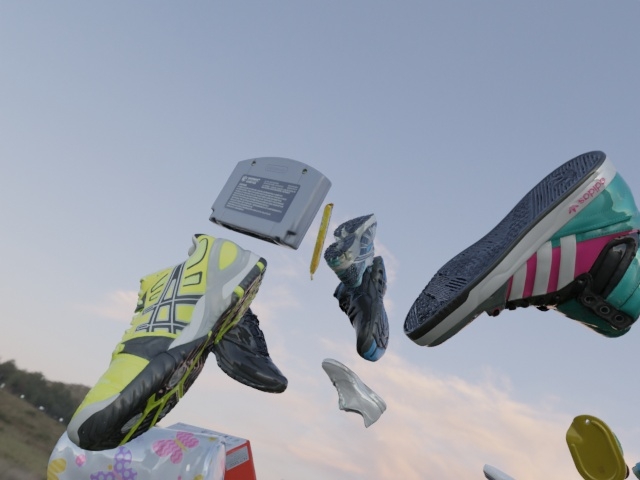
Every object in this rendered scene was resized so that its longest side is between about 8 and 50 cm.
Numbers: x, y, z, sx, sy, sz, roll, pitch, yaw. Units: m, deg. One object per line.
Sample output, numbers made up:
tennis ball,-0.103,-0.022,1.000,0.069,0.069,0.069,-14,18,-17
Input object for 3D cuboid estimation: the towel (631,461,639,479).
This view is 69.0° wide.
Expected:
towel,0.839,0.396,0.963,0.370,0.040,0.271,-45,-43,20

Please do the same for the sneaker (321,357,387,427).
sneaker,0.070,0.406,1.246,0.212,0.094,0.080,37,-24,23

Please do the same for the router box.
router box,-0.270,0.611,1.102,0.335,0.082,0.301,-12,-93,45

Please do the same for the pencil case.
pencil case,-0.292,0.367,0.758,0.273,0.124,0.113,3,-61,5

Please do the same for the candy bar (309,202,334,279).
candy bar,0.000,0.000,0.916,0.018,0.161,0.040,15,-5,-1

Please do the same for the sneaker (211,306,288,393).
sneaker,-0.166,0.209,0.974,0.286,0.130,0.109,31,-8,31

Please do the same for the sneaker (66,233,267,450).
sneaker,-0.237,0.138,0.716,0.147,0.384,0.145,30,-45,7

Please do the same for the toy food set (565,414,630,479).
toy food set,0.734,0.567,1.213,0.071,0.218,0.128,13,-34,-35

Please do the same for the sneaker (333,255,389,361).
sneaker,0.106,0.180,1.232,0.140,0.341,0.125,-7,-55,12

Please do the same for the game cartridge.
game cartridge,-0.118,-0.098,1.075,0.297,0.198,0.062,17,-21,40

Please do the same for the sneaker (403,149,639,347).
sneaker,0.256,0.061,0.543,0.295,0.124,0.178,-44,-84,11

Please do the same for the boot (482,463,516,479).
boot,0.418,0.568,0.990,0.190,0.086,0.069,25,-5,46

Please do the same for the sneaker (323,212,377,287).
sneaker,0.093,0.025,1.245,0.110,0.283,0.122,-16,-69,31
